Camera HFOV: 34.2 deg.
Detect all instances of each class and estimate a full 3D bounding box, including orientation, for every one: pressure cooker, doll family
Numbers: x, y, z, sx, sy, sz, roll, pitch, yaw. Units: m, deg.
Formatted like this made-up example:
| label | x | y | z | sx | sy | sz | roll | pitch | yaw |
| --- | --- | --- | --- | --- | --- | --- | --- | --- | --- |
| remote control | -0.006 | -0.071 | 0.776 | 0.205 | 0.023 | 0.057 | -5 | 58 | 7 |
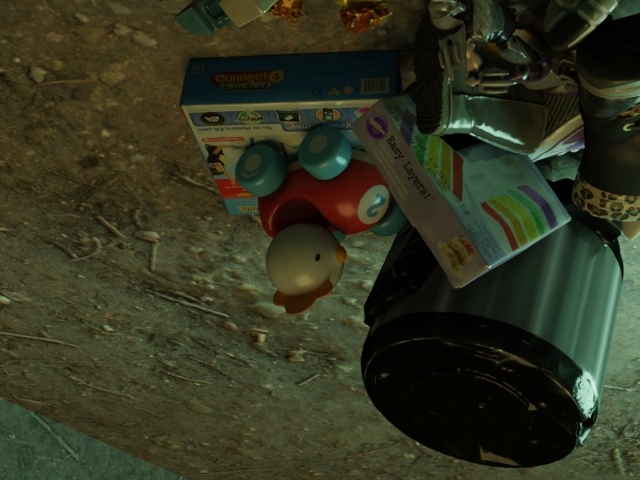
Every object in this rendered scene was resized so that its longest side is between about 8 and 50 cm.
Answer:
| label | x | y | z | sx | sy | sz | roll | pitch | yaw |
| --- | --- | --- | --- | --- | --- | --- | --- | --- | --- |
| pressure cooker | 0.281 | 0.099 | 1.647 | 0.369 | 0.420 | 0.375 | 6 | 140 | 23 |
| doll family | 0.007 | -0.320 | 1.222 | 0.263 | 0.118 | 0.163 | 13 | 148 | -12 |

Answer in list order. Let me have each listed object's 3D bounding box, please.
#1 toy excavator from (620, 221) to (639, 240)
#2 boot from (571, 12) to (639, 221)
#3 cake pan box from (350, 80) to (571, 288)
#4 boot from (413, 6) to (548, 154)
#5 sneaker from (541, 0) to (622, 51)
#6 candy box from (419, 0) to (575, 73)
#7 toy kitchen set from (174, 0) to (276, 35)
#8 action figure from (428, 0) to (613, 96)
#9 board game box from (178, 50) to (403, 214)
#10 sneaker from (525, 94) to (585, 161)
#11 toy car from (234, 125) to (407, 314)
| label | x | y | z | sx | sy | sz | roll | pitch | yaw |
| --- | --- | --- | --- | --- | --- | --- | --- | --- | --- |
| toy excavator | 0.738 | 0.036 | 1.621 | 0.445 | 0.433 | 0.222 | -16 | 159 | -23 |
| boot | 0.499 | -0.167 | 1.330 | 0.377 | 0.138 | 0.284 | -13 | 142 | -4 |
| cake pan box | 0.189 | -0.091 | 1.386 | 0.070 | 0.267 | 0.245 | -39 | 168 | 38 |
| boot | 0.217 | -0.210 | 1.356 | 0.208 | 0.190 | 0.076 | 0 | -170 | -34 |
| sneaker | 0.364 | -0.300 | 1.193 | 0.132 | 0.086 | 0.229 | 12 | 126 | -34 |
| candy box | 0.238 | -0.261 | 1.392 | 0.206 | 0.027 | 0.105 | 28 | 146 | -36 |
| toy kitchen set | -0.136 | -0.317 | 1.157 | 0.207 | 0.122 | 0.166 | -14 | 120 | 51 |
| action figure | 0.231 | -0.259 | 1.265 | 0.285 | 0.185 | 0.099 | 9 | 178 | -41 |
| board game box | -0.021 | -0.152 | 1.569 | 0.308 | 0.086 | 0.302 | 0 | 151 | 9 |
| sneaker | 0.369 | -0.152 | 1.502 | 0.161 | 0.102 | 0.282 | 25 | 146 | -37 |
| toy car | 0.000 | 0.000 | 1.504 | 0.210 | 0.238 | 0.219 | -13 | 147 | 29 |
